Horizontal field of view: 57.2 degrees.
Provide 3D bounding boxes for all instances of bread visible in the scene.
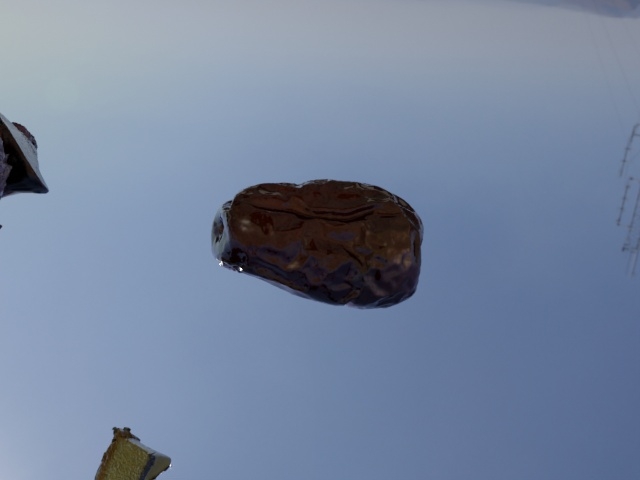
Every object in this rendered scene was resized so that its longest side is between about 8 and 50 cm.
[{"bbox_3d":[-0.467,0.558,1.447,0.147,0.127,0.152,16,-115,28],"label":"bread"}]

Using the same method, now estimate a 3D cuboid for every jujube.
[{"bbox_3d":[0.000,0.000,0.935,0.342,0.216,0.216,6,-159,-14],"label":"jujube"}]

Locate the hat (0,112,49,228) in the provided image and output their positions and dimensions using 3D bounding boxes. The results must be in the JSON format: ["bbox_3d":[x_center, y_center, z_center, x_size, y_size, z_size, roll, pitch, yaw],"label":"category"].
[{"bbox_3d":[-0.277,-0.069,0.474,0.140,0.129,0.227,24,-168,-7],"label":"hat"}]
